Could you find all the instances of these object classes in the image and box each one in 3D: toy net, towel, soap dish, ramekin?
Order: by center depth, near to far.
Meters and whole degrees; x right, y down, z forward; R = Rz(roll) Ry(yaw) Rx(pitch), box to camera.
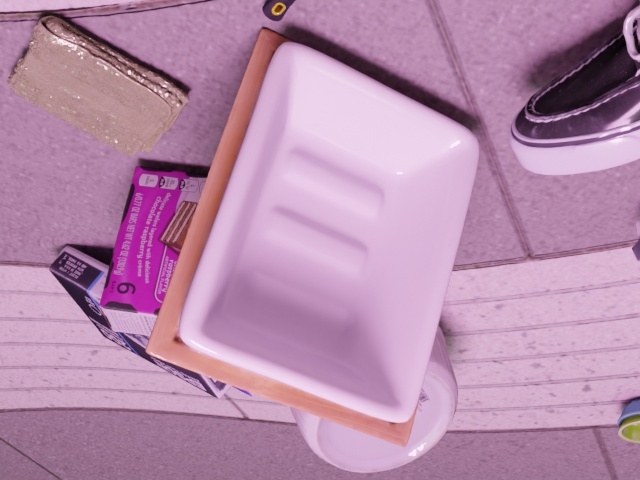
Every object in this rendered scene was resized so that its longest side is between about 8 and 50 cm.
[{"bbox_3d":[0.000,0.000,0.737,0.229,0.290,0.118,23,159,-18],"label":"soap dish"},{"bbox_3d":[-0.203,-0.137,0.796,0.148,0.027,0.110,27,141,-23],"label":"towel"},{"bbox_3d":[0.060,0.173,1.010,0.207,0.109,0.207,-7,125,-11],"label":"ramekin"},{"bbox_3d":[0.471,0.193,1.066,0.122,0.045,0.232,18,142,-11],"label":"toy net"}]

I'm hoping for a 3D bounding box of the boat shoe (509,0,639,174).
[{"bbox_3d":[0.264,-0.148,0.613,0.306,0.113,0.105,-21,127,30],"label":"boat shoe"}]

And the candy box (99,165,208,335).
[{"bbox_3d":[-0.082,0.021,0.861,0.234,0.159,0.071,7,154,2],"label":"candy box"}]

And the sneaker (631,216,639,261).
[{"bbox_3d":[0.341,-0.029,0.762,0.153,0.094,0.235,-22,143,23],"label":"sneaker"}]

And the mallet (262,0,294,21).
[{"bbox_3d":[0.019,-0.218,0.641,0.062,0.039,0.189,20,146,-18],"label":"mallet"}]

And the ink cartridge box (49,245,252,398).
[{"bbox_3d":[-0.200,0.112,1.034,0.206,0.045,0.208,21,154,33],"label":"ink cartridge box"}]
